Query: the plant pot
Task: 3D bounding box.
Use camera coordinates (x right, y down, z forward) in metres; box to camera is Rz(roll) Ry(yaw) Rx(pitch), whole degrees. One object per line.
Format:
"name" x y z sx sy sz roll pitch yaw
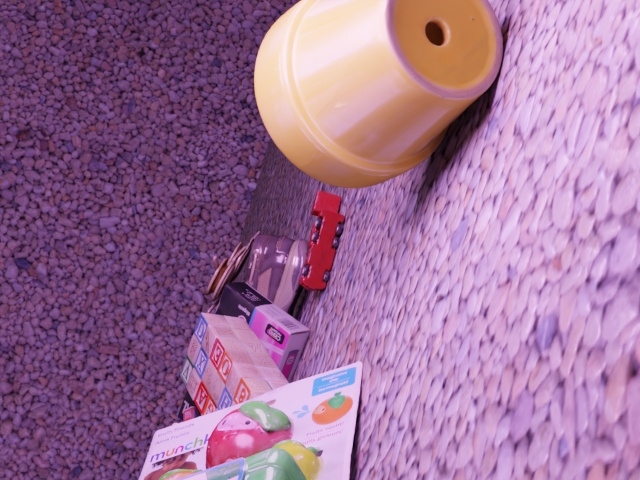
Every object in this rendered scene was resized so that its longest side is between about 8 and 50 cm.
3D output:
"plant pot" 0.082 -0.211 1.336 0.239 0.254 0.254 -23 47 59

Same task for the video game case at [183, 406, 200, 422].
"video game case" -0.182 0.426 1.868 0.285 0.025 0.204 -111 -1 -72

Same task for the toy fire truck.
"toy fire truck" 0.000 0.000 1.991 0.135 0.047 0.192 142 143 -78

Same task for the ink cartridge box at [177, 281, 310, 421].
"ink cartridge box" -0.154 0.277 2.012 0.069 0.176 0.371 -6 -58 -50

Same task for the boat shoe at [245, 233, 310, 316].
"boat shoe" -0.124 0.147 2.103 0.132 0.130 0.355 -30 -39 -78

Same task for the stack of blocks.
"stack of blocks" -0.139 0.267 1.831 0.297 0.087 0.171 48 122 54

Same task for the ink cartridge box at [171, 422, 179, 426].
"ink cartridge box" -0.165 0.428 1.623 0.117 0.201 0.278 -93 23 -65

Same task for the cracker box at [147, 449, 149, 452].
"cracker box" -0.304 0.486 2.523 0.232 0.156 0.067 149 103 -77

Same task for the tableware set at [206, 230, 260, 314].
"tableware set" -0.174 0.050 2.052 0.128 0.039 0.194 -63 -3 18

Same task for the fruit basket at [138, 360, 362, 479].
"fruit basket" -0.111 0.289 1.357 0.327 0.165 0.353 -21 30 18
